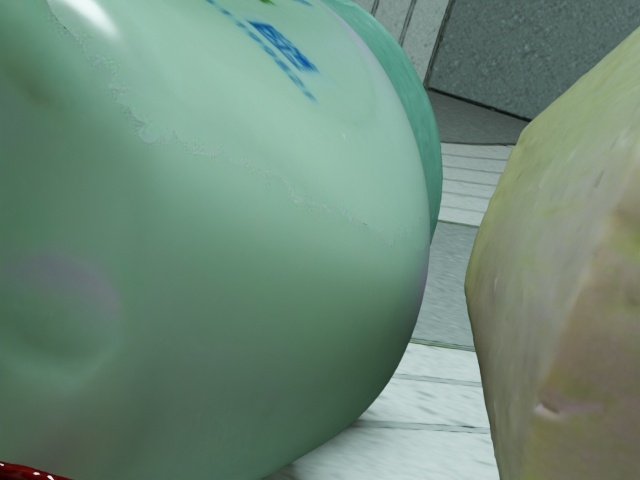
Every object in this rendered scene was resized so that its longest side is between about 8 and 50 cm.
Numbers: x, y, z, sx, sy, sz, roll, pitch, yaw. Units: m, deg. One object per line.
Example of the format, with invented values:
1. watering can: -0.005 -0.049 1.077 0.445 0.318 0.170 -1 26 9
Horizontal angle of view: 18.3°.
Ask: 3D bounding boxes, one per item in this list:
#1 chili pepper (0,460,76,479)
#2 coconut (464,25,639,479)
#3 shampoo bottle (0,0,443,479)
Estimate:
1. chili pepper: -0.069 0.069 0.364 0.268 0.059 0.050 13 -30 1
2. coconut: 0.138 0.037 0.436 0.237 0.197 0.237 19 -2 1
3. shampoo bottle: -0.062 -0.015 0.573 0.222 0.151 0.349 16 7 16
